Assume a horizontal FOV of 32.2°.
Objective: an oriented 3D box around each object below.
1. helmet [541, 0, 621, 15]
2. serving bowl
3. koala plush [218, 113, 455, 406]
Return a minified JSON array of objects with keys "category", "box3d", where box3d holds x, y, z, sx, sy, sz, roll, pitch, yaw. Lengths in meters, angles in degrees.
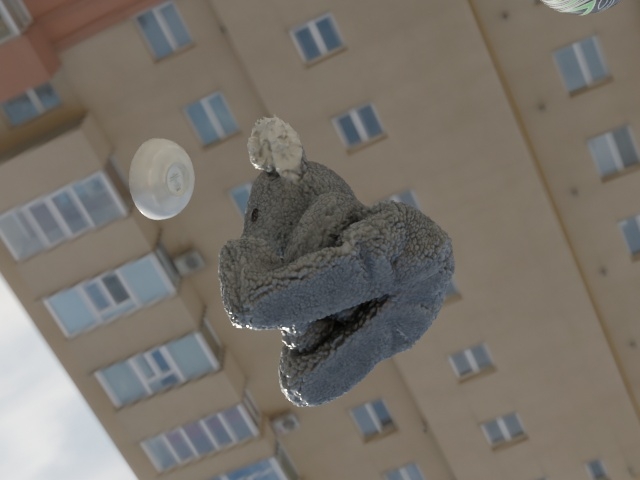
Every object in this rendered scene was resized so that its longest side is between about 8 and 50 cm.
[{"category":"helmet","box3d":[0.337,-0.368,1.400,0.169,0.169,0.161,-25,-146,5]},{"category":"serving bowl","box3d":[-0.154,-0.062,1.118,0.027,0.083,0.083,5,-142,35]},{"category":"koala plush","box3d":[0.000,0.000,1.051,0.203,0.196,0.221,-29,-136,-1]}]
